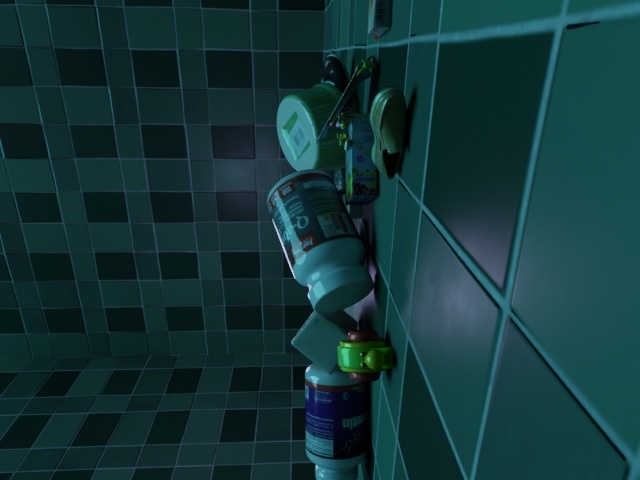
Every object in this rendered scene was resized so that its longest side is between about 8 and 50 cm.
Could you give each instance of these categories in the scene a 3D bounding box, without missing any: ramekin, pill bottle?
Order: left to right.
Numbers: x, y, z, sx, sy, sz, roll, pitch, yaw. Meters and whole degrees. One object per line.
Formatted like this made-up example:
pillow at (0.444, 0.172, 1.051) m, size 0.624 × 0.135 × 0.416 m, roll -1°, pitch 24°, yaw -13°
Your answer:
ramekin at (-0.025, -0.375, 1.551) m, size 0.303 × 0.148 × 0.303 m, roll 39°, pitch 140°, yaw 42°
pill bottle at (0.000, 0.000, 1.243) m, size 0.210 × 0.210 × 0.363 m, roll 95°, pitch 155°, yaw -59°
pill bottle at (0.046, 0.523, 1.309) m, size 0.181 × 0.181 × 0.323 m, roll 165°, pitch 104°, yaw -87°

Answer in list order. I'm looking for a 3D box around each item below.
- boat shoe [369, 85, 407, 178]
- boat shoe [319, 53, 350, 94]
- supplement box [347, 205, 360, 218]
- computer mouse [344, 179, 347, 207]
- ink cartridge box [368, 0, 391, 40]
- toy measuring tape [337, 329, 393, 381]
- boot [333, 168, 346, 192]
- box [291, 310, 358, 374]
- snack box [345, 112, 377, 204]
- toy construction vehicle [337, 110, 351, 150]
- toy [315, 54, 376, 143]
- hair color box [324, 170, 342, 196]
boat shoe at (0.132, -0.188, 0.821) m, size 0.190 × 0.068 × 0.072 m, roll 77°, pitch 177°, yaw -57°
boat shoe at (0.031, -0.499, 1.652) m, size 0.127 × 0.113 × 0.340 m, roll 37°, pitch 146°, yaw 29°
supplement box at (0.106, -0.118, 1.446) m, size 0.062 × 0.036 × 0.098 m, roll -155°, pitch 65°, yaw -86°
computer mouse at (0.098, -0.175, 1.552) m, size 0.242 × 0.041 × 0.071 m, roll 94°, pitch 173°, yaw -64°
ink cartridge box at (0.124, -0.540, 1.012) m, size 0.179 × 0.045 × 0.145 m, roll -110°, pitch 20°, yaw -73°
toy measuring tape at (0.091, 0.263, 1.068) m, size 0.330 × 0.121 × 0.121 m, roll 112°, pitch 157°, yaw -82°
boot at (0.073, -0.282, 1.704) m, size 0.189 × 0.076 × 0.209 m, roll 160°, pitch 103°, yaw -72°
box at (0.023, 0.274, 1.352) m, size 0.121 × 0.148 × 0.311 m, roll -52°, pitch -6°, yaw 3°
snack box at (0.103, -0.206, 1.182) m, size 0.174 × 0.070 × 0.207 m, roll 122°, pitch 149°, yaw -85°
toy construction vehicle at (0.054, -0.273, 1.124) m, size 0.098 × 0.035 × 0.086 m, roll -94°, pitch 7°, yaw -52°
toy at (0.077, -0.359, 1.185) m, size 0.237 × 0.056 × 0.137 m, roll -60°, pitch -2°, yaw 37°
hair color box at (0.034, -0.212, 2.143) m, size 0.347 × 0.105 × 0.174 m, roll -99°, pitch 9°, yaw -67°
